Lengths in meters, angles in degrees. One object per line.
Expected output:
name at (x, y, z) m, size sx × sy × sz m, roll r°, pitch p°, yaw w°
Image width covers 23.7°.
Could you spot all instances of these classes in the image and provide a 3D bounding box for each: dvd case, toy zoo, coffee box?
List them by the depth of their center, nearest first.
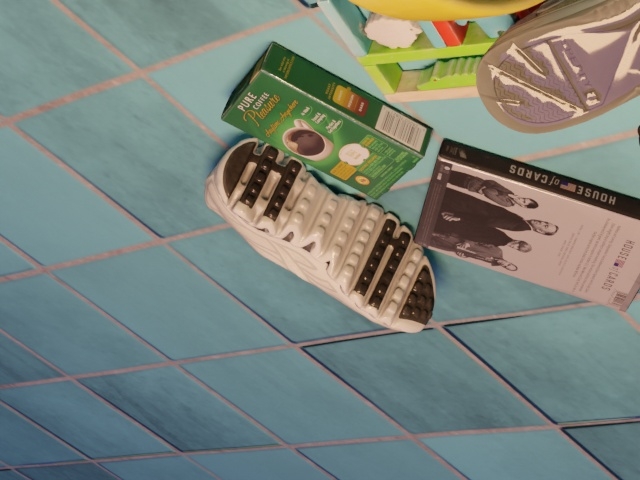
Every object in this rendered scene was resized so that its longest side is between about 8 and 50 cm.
toy zoo at (0.077, -0.222, 1.278) m, size 0.192 × 0.030 × 0.293 m, roll -1°, pitch 145°, yaw 33°
coffee box at (0.006, -0.115, 1.498) m, size 0.184 × 0.040 × 0.113 m, roll 26°, pitch 150°, yaw -12°
dvd case at (0.222, -0.012, 1.552) m, size 0.239 × 0.029 × 0.179 m, roll 17°, pitch 151°, yaw 4°

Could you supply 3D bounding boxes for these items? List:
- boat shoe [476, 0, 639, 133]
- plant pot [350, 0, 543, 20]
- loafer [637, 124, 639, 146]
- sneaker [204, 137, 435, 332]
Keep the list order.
boat shoe at (0.273, -0.174, 1.166) m, size 0.320 × 0.103 × 0.118 m, roll -19°, pitch 116°, yaw 29°
plant pot at (0.038, -0.269, 1.026) m, size 0.254 × 0.254 × 0.239 m, roll 37°, pitch 163°, yaw -28°
loafer at (0.355, -0.126, 1.224) m, size 0.223 × 0.078 × 0.076 m, roll -26°, pitch 137°, yaw 31°
sneaker at (0.000, 0.000, 1.650) m, size 0.292 × 0.110 × 0.118 m, roll 37°, pitch 156°, yaw -13°
